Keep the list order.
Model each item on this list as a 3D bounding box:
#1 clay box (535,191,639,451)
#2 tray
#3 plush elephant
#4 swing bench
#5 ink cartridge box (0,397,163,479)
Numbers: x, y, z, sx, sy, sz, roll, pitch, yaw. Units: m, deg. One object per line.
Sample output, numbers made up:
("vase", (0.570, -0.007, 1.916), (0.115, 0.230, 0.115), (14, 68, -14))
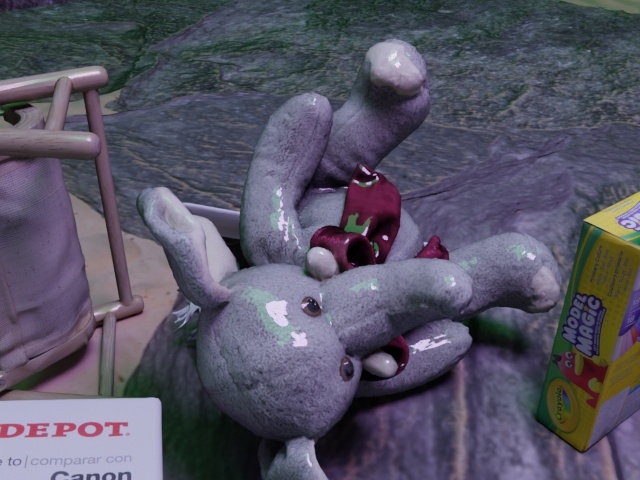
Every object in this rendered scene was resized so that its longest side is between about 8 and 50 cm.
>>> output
("clay box", (0.240, 0.043, 0.528), (0.127, 0.222, 0.053), (-22, 37, -32))
("tray", (0.000, 0.000, 0.736), (0.271, 0.030, 0.145), (10, -2, 16))
("plush elephant", (0.009, 0.039, 0.510), (0.330, 0.271, 0.255), (-27, 16, 10))
("swing bench", (-0.282, 0.015, 0.545), (0.255, 0.253, 0.165), (-6, 32, -11))
("ink cartridge box", (-0.176, 0.209, 0.338), (0.197, 0.114, 0.273), (2, 29, -15))
